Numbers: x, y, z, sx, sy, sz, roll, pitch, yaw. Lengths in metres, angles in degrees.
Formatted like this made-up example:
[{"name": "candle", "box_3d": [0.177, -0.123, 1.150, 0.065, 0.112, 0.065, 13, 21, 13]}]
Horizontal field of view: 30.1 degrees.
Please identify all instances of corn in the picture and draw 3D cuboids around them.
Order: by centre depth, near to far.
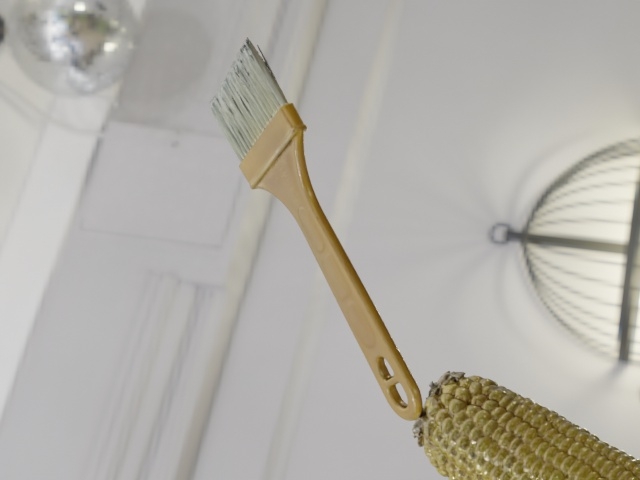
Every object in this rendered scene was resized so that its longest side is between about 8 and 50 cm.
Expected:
[{"name": "corn", "box_3d": [0.220, 0.215, 1.061, 0.106, 0.305, 0.106, -34, -43, -39]}]

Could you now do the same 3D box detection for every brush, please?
[{"name": "brush", "box_3d": [0.000, 0.000, 0.809, 0.013, 0.272, 0.103, -23, -10, -26]}]
